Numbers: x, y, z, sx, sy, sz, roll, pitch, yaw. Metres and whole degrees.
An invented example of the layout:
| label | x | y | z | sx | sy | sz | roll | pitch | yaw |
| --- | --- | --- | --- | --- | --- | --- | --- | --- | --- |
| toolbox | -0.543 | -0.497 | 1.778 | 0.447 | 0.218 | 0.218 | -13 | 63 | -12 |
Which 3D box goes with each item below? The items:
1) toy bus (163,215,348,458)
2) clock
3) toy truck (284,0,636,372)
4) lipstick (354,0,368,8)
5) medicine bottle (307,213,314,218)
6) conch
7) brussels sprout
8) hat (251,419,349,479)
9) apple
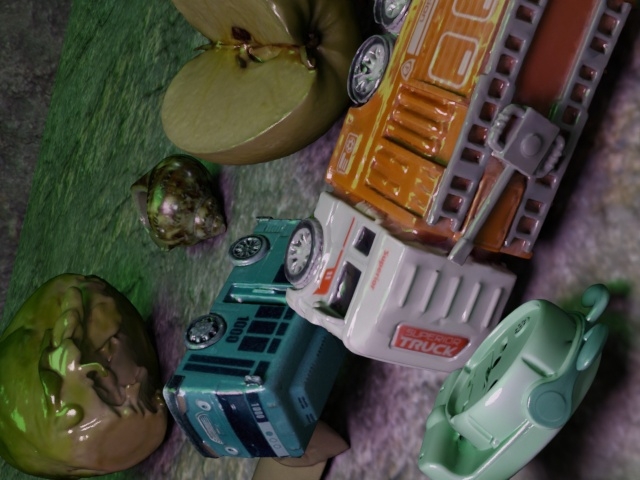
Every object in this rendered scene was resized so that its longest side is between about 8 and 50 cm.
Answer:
| label | x | y | z | sx | sy | sz | roll | pitch | yaw |
| --- | --- | --- | --- | --- | --- | --- | --- | --- | --- |
| toy bus | -0.045 | 0.101 | 0.996 | 0.147 | 0.128 | 0.256 | 0 | 44 | 27 |
| clock | 0.159 | 0.110 | 0.751 | 0.188 | 0.060 | 0.148 | -51 | 2 | 26 |
| toy truck | 0.117 | -0.070 | 0.850 | 0.207 | 0.173 | 0.388 | 41 | 114 | 61 |
| lipstick | 0.041 | -0.339 | 1.281 | 0.019 | 0.019 | 0.094 | -62 | 31 | 24 |
| medicine bottle | 0.000 | 0.000 | 1.147 | 0.218 | 0.074 | 0.074 | -34 | 49 | 49 |
| conch | -0.230 | -0.053 | 1.542 | 0.187 | 0.124 | 0.181 | 96 | 154 | -44 |
| brussels sprout | -0.399 | 0.244 | 1.559 | 0.315 | 0.276 | 0.371 | -53 | 40 | 12 |
| hat | -0.065 | 0.234 | 1.106 | 0.173 | 0.144 | 0.166 | -47 | 30 | 4 |
| apple | -0.068 | -0.247 | 1.202 | 0.257 | 0.233 | 0.295 | 10 | 109 | 43 |
